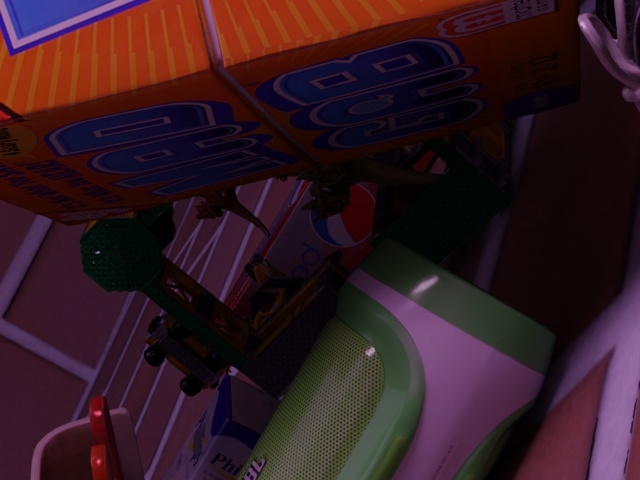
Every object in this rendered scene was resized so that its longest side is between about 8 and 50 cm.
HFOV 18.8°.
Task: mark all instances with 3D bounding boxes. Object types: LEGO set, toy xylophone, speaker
[{"bbox_3d":[-0.011,-0.053,1.441,0.331,0.255,0.192,-53,11,23],"label":"LEGO set"},{"bbox_3d":[-0.176,0.289,1.537,0.322,0.081,0.236,-100,2,-51],"label":"toy xylophone"},{"bbox_3d":[0.009,0.152,1.053,0.296,0.131,0.131,-60,9,1],"label":"speaker"}]

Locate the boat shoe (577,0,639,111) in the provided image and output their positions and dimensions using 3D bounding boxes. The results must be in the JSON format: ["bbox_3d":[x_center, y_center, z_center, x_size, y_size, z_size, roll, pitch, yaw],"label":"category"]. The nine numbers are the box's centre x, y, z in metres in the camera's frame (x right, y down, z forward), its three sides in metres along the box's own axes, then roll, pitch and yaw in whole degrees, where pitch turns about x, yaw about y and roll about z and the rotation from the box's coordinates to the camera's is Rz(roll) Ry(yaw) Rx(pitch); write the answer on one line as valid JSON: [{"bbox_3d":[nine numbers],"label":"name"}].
[{"bbox_3d":[0.186,-0.103,0.922,0.105,0.113,0.306,-47,17,-6],"label":"boat shoe"}]

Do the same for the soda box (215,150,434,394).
[{"bbox_3d":[0.000,0.000,1.715,0.263,0.083,0.092,-59,8,13],"label":"soda box"}]

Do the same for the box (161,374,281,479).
[{"bbox_3d":[-0.080,0.196,1.575,0.137,0.072,0.126,-58,10,9],"label":"box"}]

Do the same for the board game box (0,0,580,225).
[{"bbox_3d":[-0.062,-0.235,1.120,0.356,0.356,0.356,34,-137,-80],"label":"board game box"}]
